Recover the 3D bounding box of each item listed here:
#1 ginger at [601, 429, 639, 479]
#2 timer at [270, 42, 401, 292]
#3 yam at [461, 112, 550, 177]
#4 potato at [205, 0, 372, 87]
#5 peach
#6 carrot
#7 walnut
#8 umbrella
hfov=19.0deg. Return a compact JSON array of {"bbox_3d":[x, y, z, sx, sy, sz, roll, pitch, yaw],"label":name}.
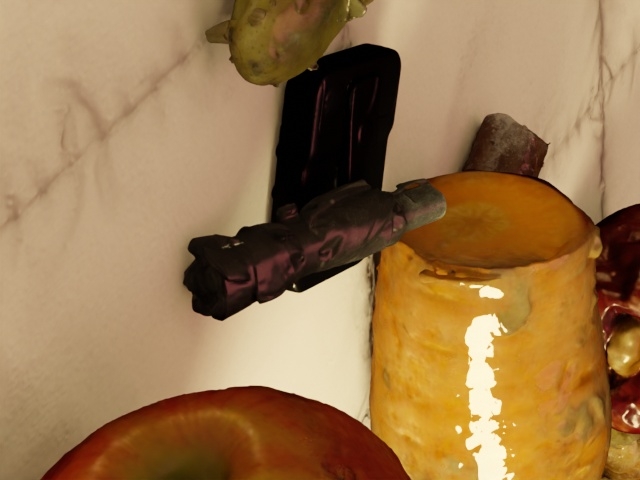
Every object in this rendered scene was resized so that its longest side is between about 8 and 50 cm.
[{"bbox_3d":[0.405,0.279,2.444,0.157,0.102,0.216,-15,126,-30],"label":"ginger"},{"bbox_3d":[0.016,-0.059,1.551,0.144,0.055,0.187,-27,127,-57],"label":"timer"},{"bbox_3d":[0.166,-0.043,1.829,0.141,0.079,0.079,-68,153,-17],"label":"yam"},{"bbox_3d":[-0.002,-0.209,1.395,0.117,0.090,0.225,48,63,-43],"label":"potato"},{"bbox_3d":[-0.068,0.276,1.305,0.372,0.290,0.373,-46,146,-43],"label":"peach"},{"bbox_3d":[0.153,0.114,1.727,0.224,0.224,0.341,-42,138,-47],"label":"carrot"},{"bbox_3d":[0.351,0.096,2.144,0.244,0.222,0.269,-52,176,31],"label":"walnut"},{"bbox_3d":[0.000,0.000,1.478,0.235,0.059,0.066,-20,138,-35],"label":"umbrella"}]
